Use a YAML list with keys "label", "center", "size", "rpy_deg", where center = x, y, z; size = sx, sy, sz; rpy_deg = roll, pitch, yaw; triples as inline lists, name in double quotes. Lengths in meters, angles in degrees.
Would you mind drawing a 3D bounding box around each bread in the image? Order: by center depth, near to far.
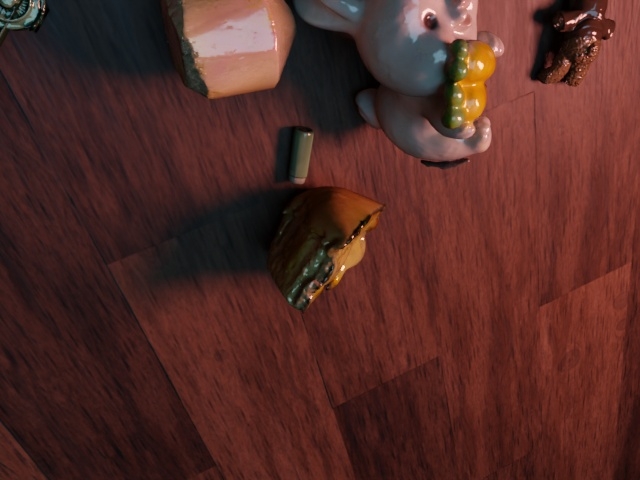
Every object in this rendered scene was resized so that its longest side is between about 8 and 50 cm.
- label: "bread"
  center: [-0.005, -0.005, 0.915]
  size: [0.133, 0.252, 0.174]
  rpy_deg: [32, 107, 10]

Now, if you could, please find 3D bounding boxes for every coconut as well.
- label: "coconut"
  center: [-0.104, -0.250, 0.717]
  size: [0.153, 0.147, 0.147]
  rpy_deg: [-19, 124, -17]

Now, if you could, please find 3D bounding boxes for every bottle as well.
- label: "bottle"
  center: [-0.030, -0.126, 0.891]
  size: [0.031, 0.030, 0.083]
  rpy_deg: [-3, 120, -23]

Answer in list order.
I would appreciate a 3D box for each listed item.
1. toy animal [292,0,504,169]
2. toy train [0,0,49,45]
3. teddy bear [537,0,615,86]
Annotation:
- label: "toy animal"
  center: [0.123, -0.245, 0.780]
  size: [0.182, 0.247, 0.310]
  rpy_deg: [-56, 142, -8]
- label: "toy train"
  center: [-0.395, -0.223, 0.622]
  size: [0.154, 0.115, 0.269]
  rpy_deg: [31, 102, -26]
- label: "teddy bear"
  center: [0.418, -0.322, 0.956]
  size: [0.120, 0.078, 0.160]
  rpy_deg: [-3, 120, -19]
